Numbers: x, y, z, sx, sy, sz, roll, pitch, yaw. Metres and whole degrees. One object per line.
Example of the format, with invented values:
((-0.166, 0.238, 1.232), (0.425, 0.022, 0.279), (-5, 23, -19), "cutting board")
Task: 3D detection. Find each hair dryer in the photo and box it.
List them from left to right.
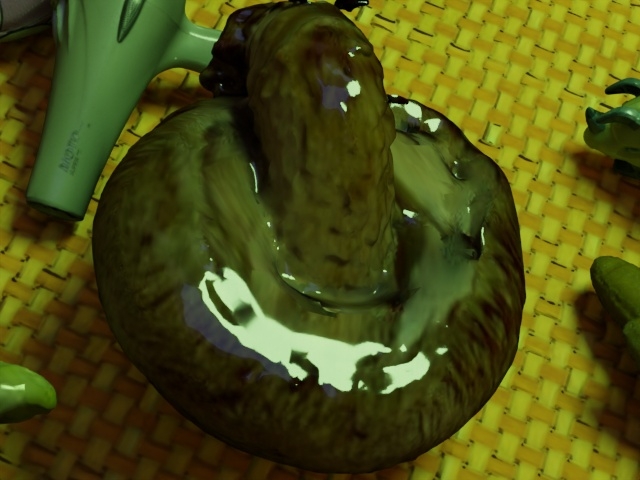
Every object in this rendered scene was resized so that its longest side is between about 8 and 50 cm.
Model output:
((-0.107, -0.089, 0.808), (0.225, 0.088, 0.219), (42, 73, -17), "hair dryer")

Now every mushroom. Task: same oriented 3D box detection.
((-0.003, -0.003, 0.701), (0.263, 0.195, 0.283), (5, 75, -16), "mushroom")

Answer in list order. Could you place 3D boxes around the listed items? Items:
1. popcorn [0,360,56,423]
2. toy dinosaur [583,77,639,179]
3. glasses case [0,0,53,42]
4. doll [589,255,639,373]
((-0.270, 0.072, 0.594), (0.241, 0.235, 0.250), (5, 76, -35), "popcorn")
((0.307, -0.080, 0.792), (0.153, 0.259, 0.094), (34, 58, -22), "toy dinosaur")
((-0.160, -0.250, 0.887), (0.316, 0.076, 0.123), (-37, 71, -27), "glasses case")
((0.242, 0.096, 0.765), (0.137, 0.097, 0.209), (18, 34, -37), "doll")
